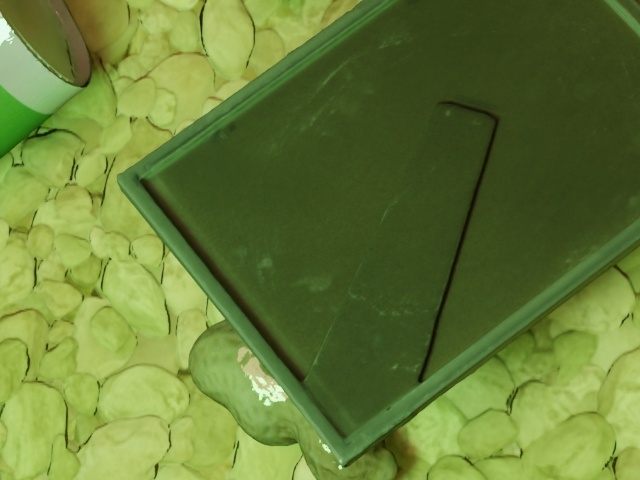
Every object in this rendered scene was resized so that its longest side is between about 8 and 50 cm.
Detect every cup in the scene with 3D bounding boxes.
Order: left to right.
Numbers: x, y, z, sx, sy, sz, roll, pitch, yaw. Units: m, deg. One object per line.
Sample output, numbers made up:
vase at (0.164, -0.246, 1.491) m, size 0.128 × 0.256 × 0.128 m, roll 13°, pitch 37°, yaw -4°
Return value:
cup at (-0.381, -0.157, 1.872) m, size 0.274 × 0.253 × 0.253 m, roll -30°, pitch 72°, yaw 13°

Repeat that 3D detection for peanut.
peanut at (-0.021, 0.146, 1.727) m, size 0.228 × 0.086 × 0.104 m, roll 32°, pitch 111°, yaw 25°

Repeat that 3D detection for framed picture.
framed picture at (0.099, -0.063, 1.604) m, size 0.446 × 0.028 × 0.326 m, roll -36°, pitch 68°, yaw -8°
